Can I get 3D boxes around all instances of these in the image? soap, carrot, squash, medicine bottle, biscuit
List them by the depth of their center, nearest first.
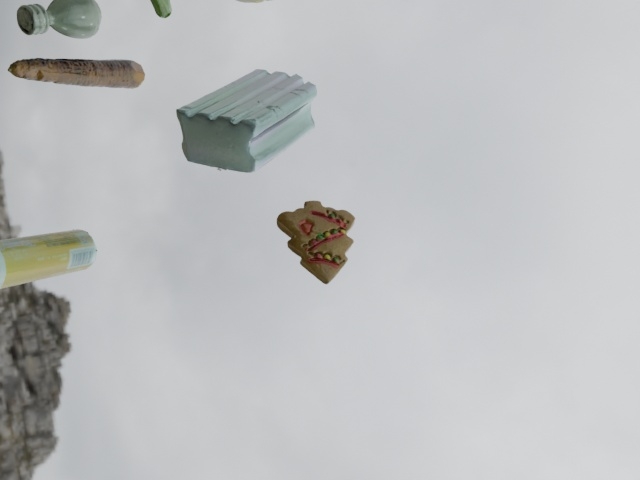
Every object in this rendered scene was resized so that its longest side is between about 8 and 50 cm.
[{"bbox_3d":[-0.212,-0.319,0.979,0.089,0.027,0.027,72,0,-74],"label":"squash"},{"bbox_3d":[-0.389,0.026,1.006,0.074,0.218,0.074,2,-84,18],"label":"medicine bottle"},{"bbox_3d":[-0.121,-0.227,1.389,0.173,0.289,0.095,13,-59,22],"label":"soap"},{"bbox_3d":[-0.514,-0.361,1.603,0.066,0.314,0.066,7,-80,41],"label":"carrot"},{"bbox_3d":[0.000,0.000,1.931,0.041,0.212,0.238,118,-34,-55],"label":"biscuit"}]

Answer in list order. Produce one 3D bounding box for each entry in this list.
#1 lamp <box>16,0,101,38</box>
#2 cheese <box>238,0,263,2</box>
[{"bbox_3d":[-0.562,-0.486,1.631,0.106,0.193,0.106,14,-65,32],"label":"lamp"},{"bbox_3d":[-0.106,-0.560,1.412,0.214,0.117,0.226,-11,-105,20],"label":"cheese"}]
